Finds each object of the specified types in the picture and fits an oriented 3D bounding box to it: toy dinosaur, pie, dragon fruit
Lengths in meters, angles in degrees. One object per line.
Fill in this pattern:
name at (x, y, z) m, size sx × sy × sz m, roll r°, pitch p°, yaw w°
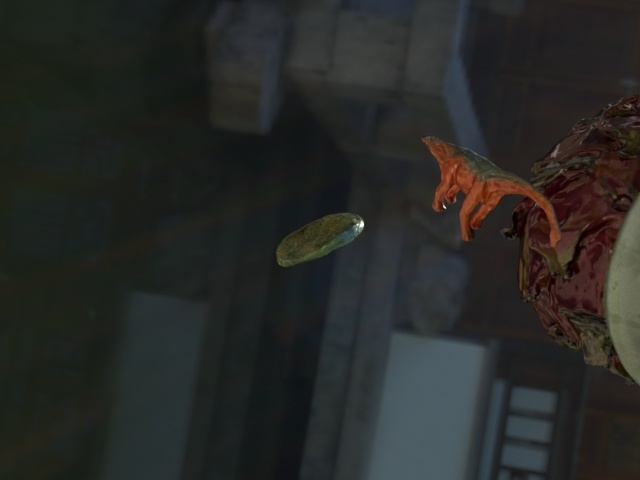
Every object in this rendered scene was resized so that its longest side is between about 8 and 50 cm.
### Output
toy dinosaur at (0.174, -0.051, 1.711) m, size 0.055 × 0.279 × 0.101 m, roll -7°, pitch 126°, yaw -34°
pie at (0.000, 0.001, 1.365) m, size 0.021 × 0.084 × 0.084 m, roll 64°, pitch 22°, yaw -16°
dragon fruit at (0.370, -0.006, 1.791) m, size 0.329 × 0.329 × 0.329 m, roll 9°, pitch 90°, yaw -80°

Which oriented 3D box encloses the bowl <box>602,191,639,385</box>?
bowl at (0.436, 0.046, 1.482) m, size 0.146 × 0.313 × 0.313 m, roll -135°, pitch -134°, yaw -62°
